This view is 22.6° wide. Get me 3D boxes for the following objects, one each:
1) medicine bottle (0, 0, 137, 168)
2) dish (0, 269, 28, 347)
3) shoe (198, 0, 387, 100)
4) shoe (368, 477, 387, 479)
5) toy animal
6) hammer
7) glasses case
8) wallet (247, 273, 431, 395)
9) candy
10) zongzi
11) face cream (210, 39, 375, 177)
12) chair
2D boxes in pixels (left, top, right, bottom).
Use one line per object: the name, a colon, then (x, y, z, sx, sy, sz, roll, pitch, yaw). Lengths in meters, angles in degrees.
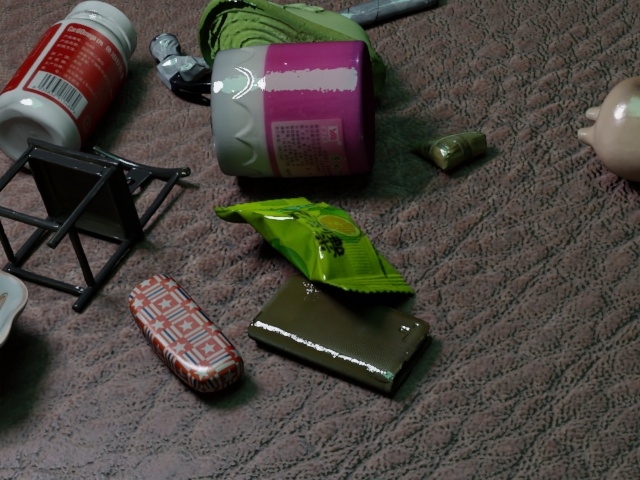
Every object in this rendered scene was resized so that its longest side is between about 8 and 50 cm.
medicine bottle: (-0.349, -0.215, 2.205, 0.131, 0.131, 0.250, 8, 45, 18)
dish: (-0.453, 0.109, 1.880, 0.229, 0.081, 0.229, -1, 33, 1)
shoe: (-0.039, -0.251, 2.171, 0.262, 0.140, 0.128, 18, 20, -5)
shoe: (0.089, 0.331, 1.572, 0.112, 0.099, 0.227, -36, 44, -16)
toy animal: (0.442, -0.133, 1.969, 0.248, 0.149, 0.165, 2, 58, 29)
hammer: (-0.031, -0.303, 2.306, 0.427, 0.044, 0.152, -21, 45, -13)
glasses case: (-0.161, 0.113, 1.877, 0.073, 0.049, 0.194, -29, 46, -18)
wallet: (0.024, 0.107, 1.863, 0.198, 0.031, 0.110, 20, 49, 27)
candy: (0.000, 0.000, 1.932, 0.149, 0.069, 0.246, -4, 34, -45)
zongzi: (0.168, -0.124, 2.088, 0.076, 0.040, 0.083, -23, 26, -24)
face cream: (-0.032, -0.167, 2.060, 0.195, 0.175, 0.175, -3, 43, 8)
chair: (-0.300, -0.055, 2.023, 0.155, 0.141, 0.260, 16, 51, 24)
